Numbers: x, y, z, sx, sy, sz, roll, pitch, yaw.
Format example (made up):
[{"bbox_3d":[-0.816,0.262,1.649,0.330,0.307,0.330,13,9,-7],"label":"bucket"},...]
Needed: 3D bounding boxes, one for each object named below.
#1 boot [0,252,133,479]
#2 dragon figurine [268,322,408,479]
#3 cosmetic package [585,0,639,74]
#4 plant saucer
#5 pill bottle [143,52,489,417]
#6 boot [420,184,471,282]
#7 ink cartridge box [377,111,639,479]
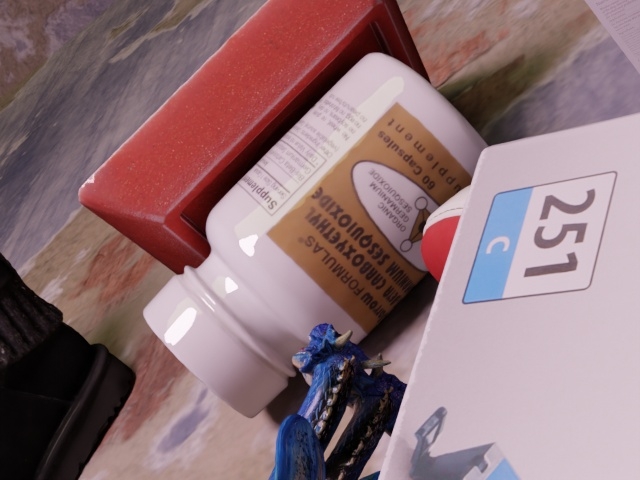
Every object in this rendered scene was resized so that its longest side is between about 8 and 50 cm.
[{"bbox_3d":[-0.323,0.140,0.918,0.131,0.260,0.348,-23,30,41],"label":"boot"},{"bbox_3d":[-0.002,0.139,0.562,0.144,0.085,0.289,-57,10,14],"label":"dragon figurine"},{"bbox_3d":[0.272,-0.179,0.680,0.239,0.099,0.060,-25,30,37],"label":"cosmetic package"},{"bbox_3d":[-0.019,-0.067,0.873,0.258,0.259,0.048,-45,66,-2],"label":"plant saucer"},{"bbox_3d":[0.000,0.000,0.786,0.229,0.131,0.131,-45,23,-1],"label":"pill bottle"},{"bbox_3d":[0.088,0.066,0.590,0.176,0.088,0.244,-50,27,-10],"label":"boot"},{"bbox_3d":[0.142,0.074,0.401,0.261,0.066,0.296,-10,48,40],"label":"ink cartridge box"}]
